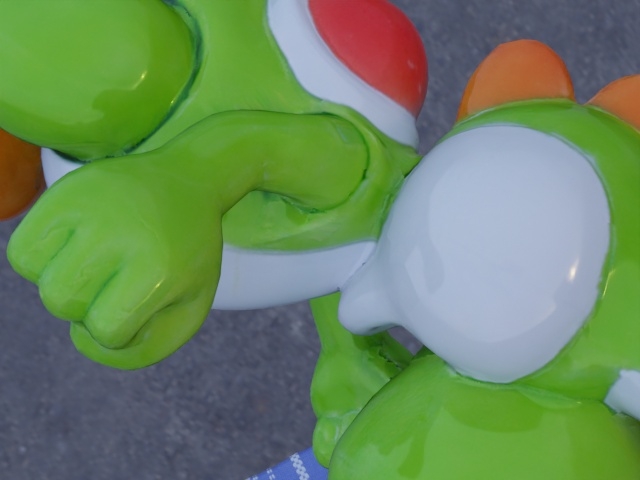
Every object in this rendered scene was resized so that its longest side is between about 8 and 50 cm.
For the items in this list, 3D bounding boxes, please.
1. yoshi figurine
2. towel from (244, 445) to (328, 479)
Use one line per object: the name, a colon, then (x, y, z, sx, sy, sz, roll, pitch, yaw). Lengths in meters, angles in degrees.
yoshi figurine: (-0.014, 0.022, 0.487, 0.362, 0.203, 0.203, 25, 40, 18)
towel: (0.004, 0.238, 0.891, 0.336, 0.040, 0.243, -27, 43, -4)
